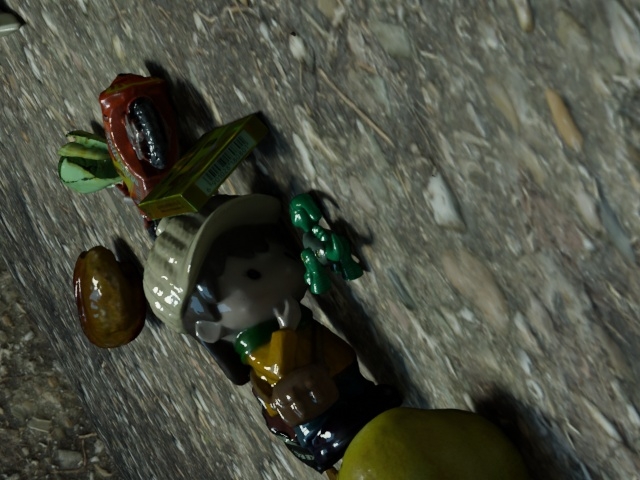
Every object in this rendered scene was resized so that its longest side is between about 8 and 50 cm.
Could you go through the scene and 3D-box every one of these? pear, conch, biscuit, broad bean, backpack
[{"bbox_3d":[0.112,0.254,1.313,0.200,0.200,0.200,49,159,27],"label":"pear"},{"bbox_3d":[-0.341,-0.124,2.053,0.170,0.079,0.106,0,126,50],"label":"conch"},{"bbox_3d":[0.033,0.361,1.932,0.082,0.016,0.092,44,154,36],"label":"biscuit"},{"bbox_3d":[-0.366,0.098,2.368,0.228,0.122,0.156,97,164,-52],"label":"broad bean"},{"bbox_3d":[-0.018,0.213,1.696,0.120,0.106,0.165,28,141,49],"label":"backpack"}]

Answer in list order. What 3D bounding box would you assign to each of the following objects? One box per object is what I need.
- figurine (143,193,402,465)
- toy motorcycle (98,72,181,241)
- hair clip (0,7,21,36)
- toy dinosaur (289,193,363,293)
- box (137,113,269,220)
[{"bbox_3d":[-0.069,0.101,1.548,0.204,0.185,0.332,-26,92,40],"label":"figurine"},{"bbox_3d":[-0.219,-0.112,1.720,0.171,0.089,0.298,61,164,20],"label":"toy motorcycle"},{"bbox_3d":[-0.603,-0.367,2.207,0.282,0.172,0.113,56,155,37],"label":"hair clip"},{"bbox_3d":[0.000,0.000,1.417,0.096,0.059,0.132,70,167,-15],"label":"toy dinosaur"},{"bbox_3d":[-0.134,-0.079,1.519,0.030,0.121,0.193,45,163,-15],"label":"box"}]
